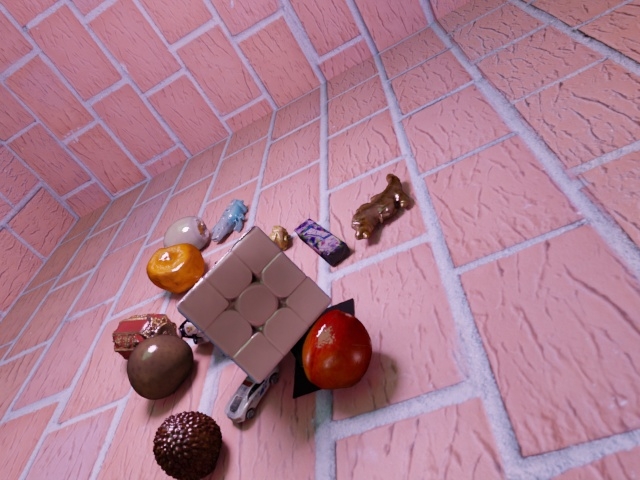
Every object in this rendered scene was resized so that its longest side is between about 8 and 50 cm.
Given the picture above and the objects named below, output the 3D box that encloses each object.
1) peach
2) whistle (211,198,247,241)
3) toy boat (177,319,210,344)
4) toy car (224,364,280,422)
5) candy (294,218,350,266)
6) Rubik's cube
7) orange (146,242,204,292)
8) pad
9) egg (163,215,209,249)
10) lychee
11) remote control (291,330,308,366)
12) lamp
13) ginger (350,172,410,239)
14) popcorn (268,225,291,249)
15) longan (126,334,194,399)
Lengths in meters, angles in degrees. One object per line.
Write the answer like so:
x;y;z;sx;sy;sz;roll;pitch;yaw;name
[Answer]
0.044;0.272;1.215;0.197;0.197;0.197;-24;32;17;peach
-0.441;-0.101;2.308;0.186;0.093;0.274;-5;45;40;whistle
-0.415;0.287;1.613;0.141;0.141;0.269;-47;5;-20;toy boat
-0.196;0.428;1.371;0.095;0.056;0.205;2;47;47;toy car
0.000;0.000;1.770;0.088;0.061;0.312;-37;31;-10;candy
-0.194;0.174;1.314;0.291;0.291;0.290;-48;7;-17;Rubik's cube
-0.623;0.121;2.085;0.248;0.183;0.249;-9;45;9;orange
0.013;0.306;1.389;0.202;0.005;0.300;-24;33;17;pad
-0.657;-0.016;2.300;0.217;0.183;0.183;-21;33;9;egg
-0.354;0.537;1.259;0.188;0.188;0.188;-24;32;17;lychee
-0.068;0.294;1.432;0.072;0.042;0.222;-36;31;1;remote control
-0.663;0.366;1.803;0.273;0.177;0.177;-13;37;35;lamp
0.216;-0.113;1.711;0.166;0.080;0.333;26;57;39;ginger
-0.167;-0.012;1.918;0.089;0.109;0.097;9;83;10;popcorn
-0.535;0.413;1.586;0.220;0.197;0.196;-44;32;-22;longan
